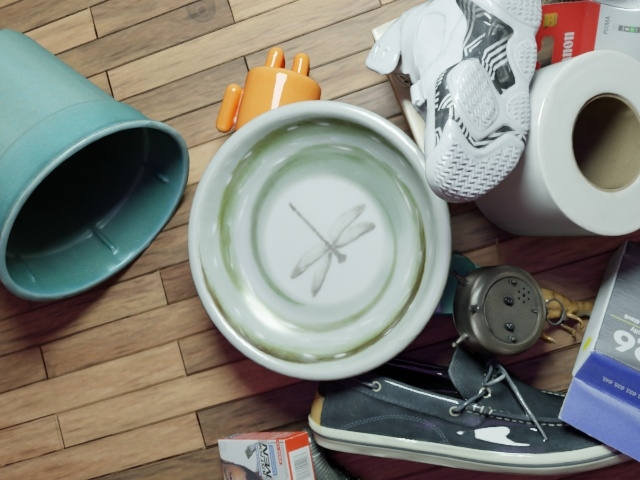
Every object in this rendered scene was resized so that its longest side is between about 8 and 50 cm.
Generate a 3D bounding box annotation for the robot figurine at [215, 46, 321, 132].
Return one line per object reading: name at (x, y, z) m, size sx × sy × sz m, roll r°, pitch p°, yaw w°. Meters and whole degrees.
robot figurine at (-0.073, -0.195, 1.141) m, size 0.128 × 0.158 × 0.219 m, roll 9°, pitch 86°, yaw 51°

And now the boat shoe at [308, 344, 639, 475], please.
boat shoe at (0.225, 0.234, 1.029) m, size 0.500 × 0.187 × 0.156 m, roll 2°, pitch 92°, yaw 16°

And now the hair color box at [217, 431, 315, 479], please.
hair color box at (-0.085, 0.349, 1.096) m, size 0.167 × 0.053 × 0.093 m, roll -17°, pitch 81°, yaw 46°

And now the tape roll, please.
tape roll at (0.346, -0.126, 0.988) m, size 0.246 × 0.169 × 0.246 m, roll 0°, pitch 90°, yaw -23°

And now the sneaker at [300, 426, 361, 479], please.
sneaker at (0.039, 0.396, 1.104) m, size 0.106 × 0.078 × 0.234 m, roll -21°, pitch 84°, yaw 2°

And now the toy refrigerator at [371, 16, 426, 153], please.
toy refrigerator at (0.175, -0.214, 1.110) m, size 0.094 × 0.102 × 0.270 m, roll -21°, pitch 82°, yaw 8°

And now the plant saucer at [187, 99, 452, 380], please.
plant saucer at (0.000, 0.000, 1.044) m, size 0.400 × 0.100 × 0.401 m, roll 0°, pitch 91°, yaw 19°

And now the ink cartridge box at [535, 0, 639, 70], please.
ink cartridge box at (0.424, -0.267, 1.035) m, size 0.224 × 0.181 × 0.056 m, roll -4°, pitch 47°, yaw 8°

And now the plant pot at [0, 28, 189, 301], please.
plant pot at (-0.445, -0.141, 1.120) m, size 0.334 × 0.341 × 0.341 m, roll 42°, pitch 94°, yaw 19°

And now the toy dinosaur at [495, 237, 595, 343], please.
toy dinosaur at (0.338, 0.095, 1.086) m, size 0.211 × 0.064 × 0.112 m, roll 24°, pitch 78°, yaw 1°

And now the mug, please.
mug at (0.185, 0.065, 1.080) m, size 0.157 × 0.129 × 0.097 m, roll 3°, pitch 81°, yaw -26°

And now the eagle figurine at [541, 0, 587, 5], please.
eagle figurine at (0.381, -0.409, 1.028) m, size 0.298 × 0.226 × 0.225 m, roll -32°, pitch 52°, yaw -16°

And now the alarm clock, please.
alarm clock at (0.275, 0.100, 1.008) m, size 0.192 × 0.064 × 0.129 m, roll 3°, pitch 83°, yaw -24°

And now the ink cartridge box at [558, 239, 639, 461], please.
ink cartridge box at (0.514, 0.178, 0.957) m, size 0.303 × 0.072 × 0.307 m, roll 27°, pitch 53°, yaw 10°

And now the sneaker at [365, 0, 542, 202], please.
sneaker at (0.162, -0.197, 0.934) m, size 0.137 × 0.210 × 0.366 m, roll 31°, pitch 63°, yaw -30°
